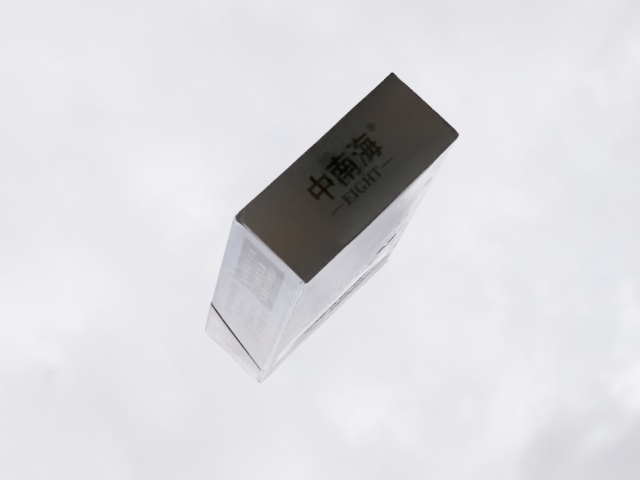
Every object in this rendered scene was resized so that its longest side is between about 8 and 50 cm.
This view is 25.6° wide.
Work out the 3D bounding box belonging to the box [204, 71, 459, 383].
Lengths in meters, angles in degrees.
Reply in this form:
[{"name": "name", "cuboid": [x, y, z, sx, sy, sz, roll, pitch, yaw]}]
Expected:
[{"name": "box", "cuboid": [0.000, 0.000, 0.989, 0.067, 0.243, 0.155, 45, -112, 9]}]
